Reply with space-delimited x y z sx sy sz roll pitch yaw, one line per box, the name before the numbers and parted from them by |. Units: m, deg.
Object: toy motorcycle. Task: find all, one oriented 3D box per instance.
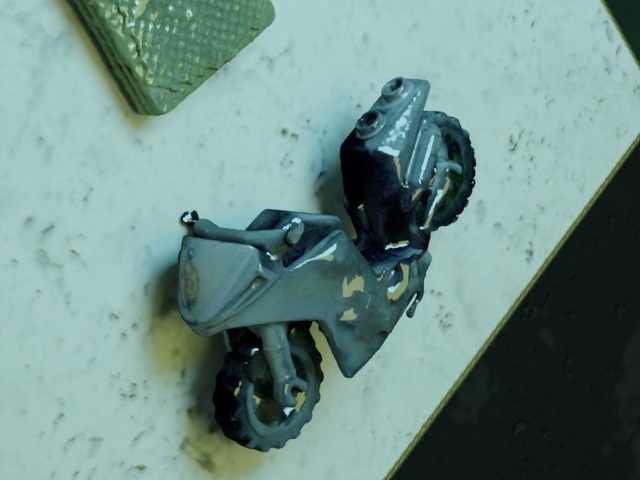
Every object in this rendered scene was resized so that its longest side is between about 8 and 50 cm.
toy motorcycle | 0.000 0.000 1.145 0.270 0.106 0.159 -54 128 -22

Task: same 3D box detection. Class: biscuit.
biscuit | -0.112 -0.189 1.089 0.121 0.040 0.199 -44 117 -29
